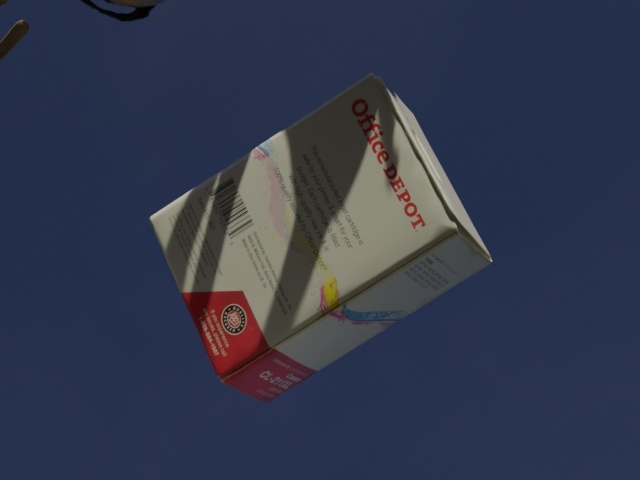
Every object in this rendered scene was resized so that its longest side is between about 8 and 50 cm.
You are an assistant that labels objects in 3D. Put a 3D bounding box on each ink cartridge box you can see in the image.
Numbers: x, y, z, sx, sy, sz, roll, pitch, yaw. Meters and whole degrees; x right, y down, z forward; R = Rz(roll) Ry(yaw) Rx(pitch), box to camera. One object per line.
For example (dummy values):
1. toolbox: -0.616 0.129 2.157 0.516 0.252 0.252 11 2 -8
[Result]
1. ink cartridge box: 0.000 0.000 1.049 0.175 0.127 0.072 -32 -28 12

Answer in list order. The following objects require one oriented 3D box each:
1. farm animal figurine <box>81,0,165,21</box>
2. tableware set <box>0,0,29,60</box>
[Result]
1. farm animal figurine: -0.069 -0.289 1.182 0.172 0.330 0.327 35 -78 -31
2. tableware set: -0.312 -0.126 1.181 0.128 0.039 0.194 43 -86 -9
